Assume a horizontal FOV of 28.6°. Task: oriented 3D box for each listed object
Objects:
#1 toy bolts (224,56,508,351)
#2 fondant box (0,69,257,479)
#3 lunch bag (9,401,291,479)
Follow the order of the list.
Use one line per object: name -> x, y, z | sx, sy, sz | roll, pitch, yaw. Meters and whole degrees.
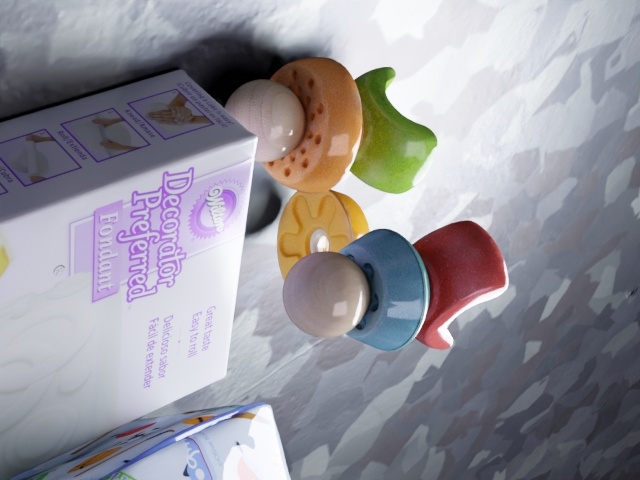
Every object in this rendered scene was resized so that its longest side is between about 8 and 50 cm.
toy bolts -> 0.000, 0.000, 0.938 | 0.158, 0.228, 0.218 | -2, 137, -39
fondant box -> -0.209, 0.045, 0.841 | 0.330, 0.096, 0.238 | -24, 140, -35
lunch bag -> -0.180, 0.212, 0.892 | 0.303, 0.115, 0.243 | -22, 178, 32
